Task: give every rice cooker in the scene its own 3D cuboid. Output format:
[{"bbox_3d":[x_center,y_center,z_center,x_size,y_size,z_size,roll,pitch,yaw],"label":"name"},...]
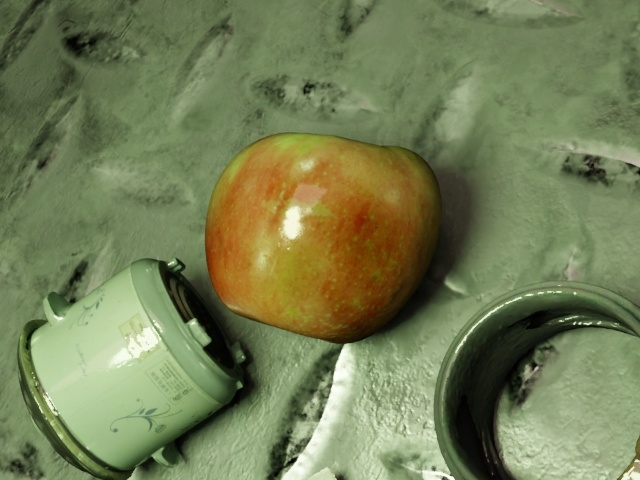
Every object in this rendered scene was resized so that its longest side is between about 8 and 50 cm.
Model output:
[{"bbox_3d":[-0.278,0.186,1.094,0.316,0.264,0.317,-1,100,-6],"label":"rice cooker"}]

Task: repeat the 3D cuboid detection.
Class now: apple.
[{"bbox_3d":[0.000,0.000,1.041,0.319,0.319,0.277,9,91,25],"label":"apple"}]

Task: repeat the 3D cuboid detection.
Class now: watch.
[{"bbox_3d":[0.281,0.230,0.869,0.335,0.314,0.327,-54,47,5],"label":"watch"}]

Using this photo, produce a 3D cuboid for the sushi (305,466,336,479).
[{"bbox_3d":[-0.033,0.438,1.003,0.215,0.050,0.192,-30,63,1],"label":"sushi"}]
